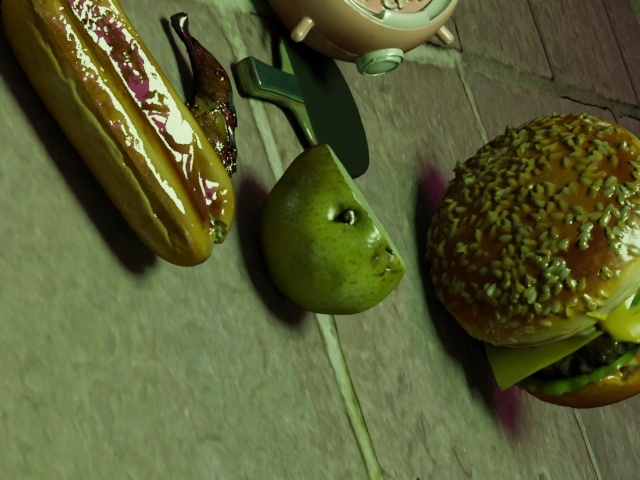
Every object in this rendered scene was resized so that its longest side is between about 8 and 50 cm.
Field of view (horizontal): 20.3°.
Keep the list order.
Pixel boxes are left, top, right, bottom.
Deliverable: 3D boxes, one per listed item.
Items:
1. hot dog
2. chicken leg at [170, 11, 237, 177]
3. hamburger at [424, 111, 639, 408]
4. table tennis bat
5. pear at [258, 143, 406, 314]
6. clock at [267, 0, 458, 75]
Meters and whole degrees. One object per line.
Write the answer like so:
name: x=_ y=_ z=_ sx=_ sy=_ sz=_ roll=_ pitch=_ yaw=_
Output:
hot dog: x=-0.144 y=-0.089 z=1.242 sx=0.249 sy=0.068 sz=0.100 roll=59 pitch=33 yaw=-20
chicken leg: x=-0.094 y=-0.115 z=1.445 sx=0.062 sy=0.037 sz=0.145 roll=19 pitch=54 yaw=-47
hamburger: x=0.249 y=0.016 z=1.845 sx=0.225 sy=0.291 sz=0.291 roll=45 pitch=32 yaw=-41
table tennis bat: x=-0.014 y=-0.135 z=1.674 sx=0.274 sy=0.021 sz=0.154 roll=10 pitch=60 yaw=-68
pear: x=0.000 y=0.000 z=1.471 sx=0.141 sy=0.104 sz=0.141 roll=57 pitch=0 yaw=0
clock: x=0.027 y=-0.274 z=1.708 sx=0.227 sy=0.142 sz=0.241 roll=-5 pitch=78 yaw=-39
